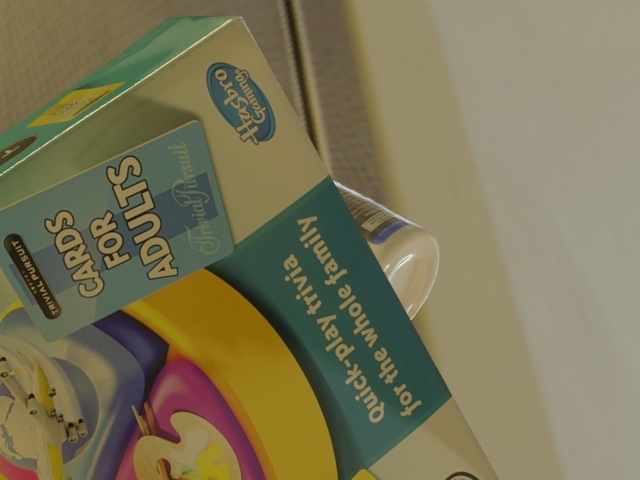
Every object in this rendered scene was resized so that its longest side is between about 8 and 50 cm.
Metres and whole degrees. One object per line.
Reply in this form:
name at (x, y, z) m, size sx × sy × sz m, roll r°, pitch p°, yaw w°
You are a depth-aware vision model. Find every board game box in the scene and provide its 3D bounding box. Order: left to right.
board game box at (-0.113, 0.110, 0.596) m, size 0.336 × 0.079 × 0.254 m, roll -37°, pitch -70°, yaw -19°

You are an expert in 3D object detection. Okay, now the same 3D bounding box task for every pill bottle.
pill bottle at (0.000, 0.000, 0.986) m, size 0.137 × 0.078 × 0.078 m, roll 30°, pitch -143°, yaw 31°
